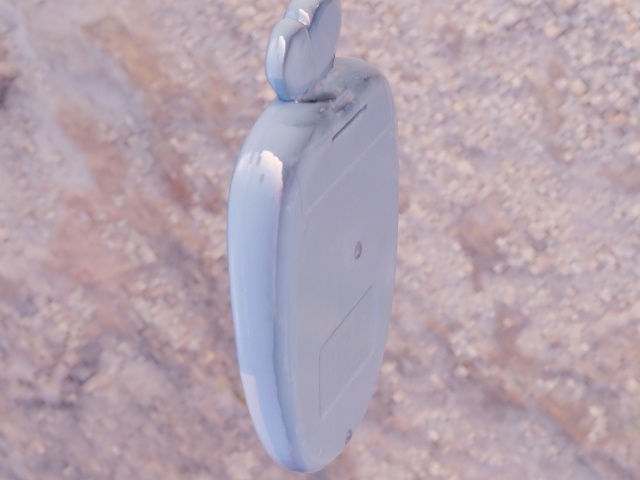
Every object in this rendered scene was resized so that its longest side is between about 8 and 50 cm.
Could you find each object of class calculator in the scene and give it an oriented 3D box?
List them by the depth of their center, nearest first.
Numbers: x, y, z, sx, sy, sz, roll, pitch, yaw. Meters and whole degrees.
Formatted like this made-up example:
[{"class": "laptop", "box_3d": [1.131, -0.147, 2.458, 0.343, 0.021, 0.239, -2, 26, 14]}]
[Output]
[{"class": "calculator", "box_3d": [0.000, 0.000, 0.976, 0.042, 0.188, 0.303, 13, 123, 22]}]
